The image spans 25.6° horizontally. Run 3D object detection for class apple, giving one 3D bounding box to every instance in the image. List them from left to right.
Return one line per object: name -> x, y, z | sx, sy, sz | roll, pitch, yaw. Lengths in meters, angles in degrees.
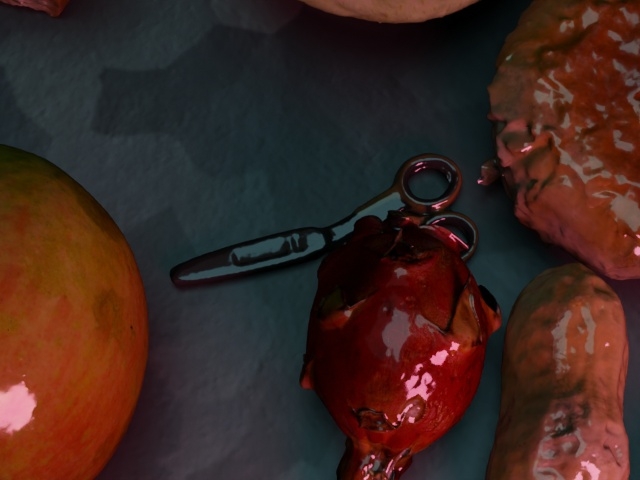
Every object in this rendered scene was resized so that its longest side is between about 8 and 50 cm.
apple -> -0.230, 0.056, 0.879 | 0.246, 0.246, 0.226 | 10, 63, 6

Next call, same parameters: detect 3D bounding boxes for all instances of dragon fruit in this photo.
dragon fruit -> 0.042, 0.102, 0.926 | 0.125, 0.125, 0.246 | 16, 88, -6

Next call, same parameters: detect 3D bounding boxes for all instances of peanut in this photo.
peanut -> 0.158, 0.116, 0.922 | 0.099, 0.099, 0.214 | 8, 65, 5

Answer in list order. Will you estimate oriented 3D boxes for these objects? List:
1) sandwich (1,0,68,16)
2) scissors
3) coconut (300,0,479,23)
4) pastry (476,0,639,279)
sandwich -> -0.221, -0.264, 0.995 | 0.122, 0.236, 0.128 | 19, 70, -3
scissors -> 0.000, 0.000, 1.004 | 0.220, 0.017, 0.088 | -14, 74, -3
coconut -> 0.059, -0.306, 0.947 | 0.328, 0.328, 0.281 | -6, 69, 0
pastry -> 0.239, -0.083, 0.972 | 0.257, 0.121, 0.236 | 6, 75, 2
